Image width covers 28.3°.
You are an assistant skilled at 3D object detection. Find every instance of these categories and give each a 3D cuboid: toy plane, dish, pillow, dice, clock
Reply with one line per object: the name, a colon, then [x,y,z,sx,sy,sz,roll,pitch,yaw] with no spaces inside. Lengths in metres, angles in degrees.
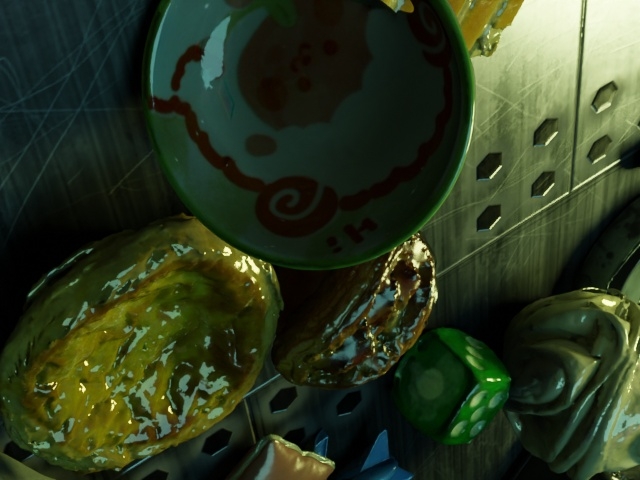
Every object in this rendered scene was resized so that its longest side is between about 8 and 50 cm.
toy plane: [0.013,0.397,1.864,0.271,0.105,0.254,-41,130,-13]
dish: [0.001,-0.143,1.199,0.324,0.324,0.124,-63,169,23]
pillow: [-0.082,0.347,1.737,0.179,0.075,0.171,-51,137,4]
dice: [0.189,0.209,1.827,0.120,0.128,0.131,9,117,-49]
clock: [0.542,0.042,2.066,0.325,0.067,0.325,-27,140,-24]

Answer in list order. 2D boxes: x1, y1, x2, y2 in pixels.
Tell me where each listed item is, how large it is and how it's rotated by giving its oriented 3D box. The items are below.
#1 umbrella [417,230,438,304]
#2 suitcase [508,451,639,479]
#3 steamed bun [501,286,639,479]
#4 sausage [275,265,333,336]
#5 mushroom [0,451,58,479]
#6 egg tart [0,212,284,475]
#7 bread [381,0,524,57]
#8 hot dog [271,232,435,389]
umbrella: [0.086,-0.042,1.523,0.118,0.118,0.340,-24,129,-27]
suitcase: [0.478,0.485,2.329,0.339,0.188,0.345,9,116,-47]
steamed bun: [0.368,0.218,1.883,0.207,0.280,0.268,-3,168,-33]
sausage: [0.000,0.000,1.482,0.089,0.083,0.300,-3,125,-27]
mushroom: [-0.290,0.320,1.465,0.122,0.159,0.328,-9,164,26]
egg tart: [-0.200,0.096,1.339,0.341,0.129,0.341,-26,140,-23]
bread: [0.124,-0.301,1.287,0.239,0.111,0.246,-1,126,-42]
hot dog: [0.044,0.079,1.448,0.227,0.099,0.160,-56,142,6]
